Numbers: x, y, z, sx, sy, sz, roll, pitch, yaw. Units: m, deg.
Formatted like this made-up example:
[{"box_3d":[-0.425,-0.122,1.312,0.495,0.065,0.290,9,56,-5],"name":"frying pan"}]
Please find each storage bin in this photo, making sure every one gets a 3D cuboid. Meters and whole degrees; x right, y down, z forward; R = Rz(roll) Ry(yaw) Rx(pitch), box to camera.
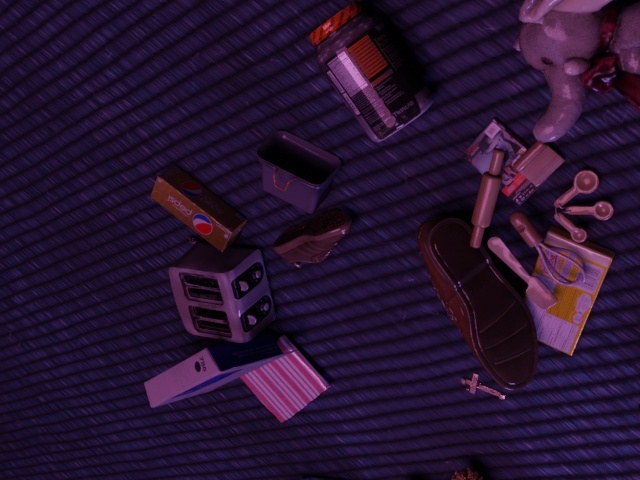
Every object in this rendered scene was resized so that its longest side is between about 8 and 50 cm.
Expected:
[{"box_3d":[-0.044,-0.107,1.524,0.135,0.098,0.091,27,141,16],"name":"storage bin"}]

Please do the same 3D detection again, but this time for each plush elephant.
[{"box_3d":[0.353,-0.220,1.075,0.255,0.272,0.330,-3,89,20],"name":"plush elephant"}]

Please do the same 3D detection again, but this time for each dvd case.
[{"box_3d":[0.283,-0.118,1.348,0.119,0.013,0.087,40,133,3],"name":"dvd case"}]

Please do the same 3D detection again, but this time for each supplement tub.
[{"box_3d":[0.073,-0.253,1.328,0.117,0.117,0.190,-29,100,42],"name":"supplement tub"}]

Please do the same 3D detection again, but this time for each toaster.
[{"box_3d":[-0.197,0.095,1.740,0.185,0.110,0.168,7,122,30],"name":"toaster"}]

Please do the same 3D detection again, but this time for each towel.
[{"box_3d":[-0.076,0.286,1.844,0.144,0.029,0.197,48,133,1],"name":"towel"}]

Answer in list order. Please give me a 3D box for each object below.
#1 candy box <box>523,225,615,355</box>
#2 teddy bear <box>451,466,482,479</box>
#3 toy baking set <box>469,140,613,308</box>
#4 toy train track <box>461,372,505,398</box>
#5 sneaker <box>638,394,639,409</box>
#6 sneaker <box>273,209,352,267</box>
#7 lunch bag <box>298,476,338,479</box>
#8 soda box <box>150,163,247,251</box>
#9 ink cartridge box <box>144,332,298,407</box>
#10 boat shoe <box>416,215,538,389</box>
[{"box_3d":[0.381,0.082,1.406,0.105,0.027,0.206,27,130,21],"name":"candy box"},{"box_3d":[0.304,0.542,1.723,0.338,0.113,0.245,-29,94,50],"name":"teddy bear"},{"box_3d":[0.321,-0.021,1.335,0.196,0.030,0.256,22,117,14],"name":"toy baking set"},{"box_3d":[0.290,0.267,1.597,0.083,0.014,0.048,19,128,21],"name":"toy train track"},{"box_3d":[0.565,0.175,1.288,0.123,0.179,0.295,7,171,-14],"name":"sneaker"},{"box_3d":[0.000,0.000,1.591,0.188,0.066,0.071,-17,126,45],"name":"sneaker"},{"box_3d":[0.006,0.594,1.890,0.219,0.176,0.090,-3,117,34],"name":"lunch bag"},{"box_3d":[-0.233,-0.062,1.695,0.181,0.058,0.061,37,133,8],"name":"soda box"},{"box_3d":[-0.207,0.255,1.800,0.332,0.165,0.065,-29,75,45],"name":"ink cartridge box"},{"box_3d":[0.256,0.096,1.451,0.307,0.110,0.104,65,169,-7],"name":"boat shoe"}]
